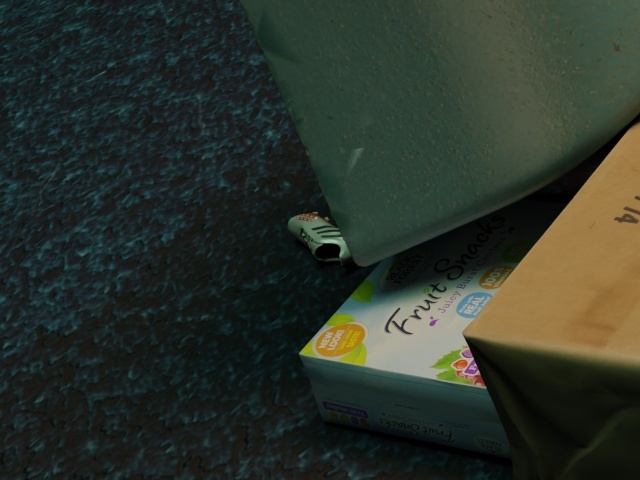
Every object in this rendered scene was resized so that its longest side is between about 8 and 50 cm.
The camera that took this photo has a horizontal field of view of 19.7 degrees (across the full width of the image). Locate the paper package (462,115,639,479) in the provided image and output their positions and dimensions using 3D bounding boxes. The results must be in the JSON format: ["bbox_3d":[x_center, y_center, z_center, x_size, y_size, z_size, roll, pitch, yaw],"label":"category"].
[{"bbox_3d":[0.299,0.042,1.136,0.309,0.168,0.325,6,40,36],"label":"paper package"}]

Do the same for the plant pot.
[{"bbox_3d":[0.123,-0.166,1.303,0.252,0.247,0.248,-18,15,25],"label":"plant pot"}]

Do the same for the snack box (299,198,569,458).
[{"bbox_3d":[0.115,0.054,1.301,0.174,0.070,0.207,8,39,38],"label":"snack box"}]

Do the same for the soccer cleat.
[{"bbox_3d":[0.000,0.000,1.482,0.083,0.029,0.035,20,44,39],"label":"soccer cleat"}]
